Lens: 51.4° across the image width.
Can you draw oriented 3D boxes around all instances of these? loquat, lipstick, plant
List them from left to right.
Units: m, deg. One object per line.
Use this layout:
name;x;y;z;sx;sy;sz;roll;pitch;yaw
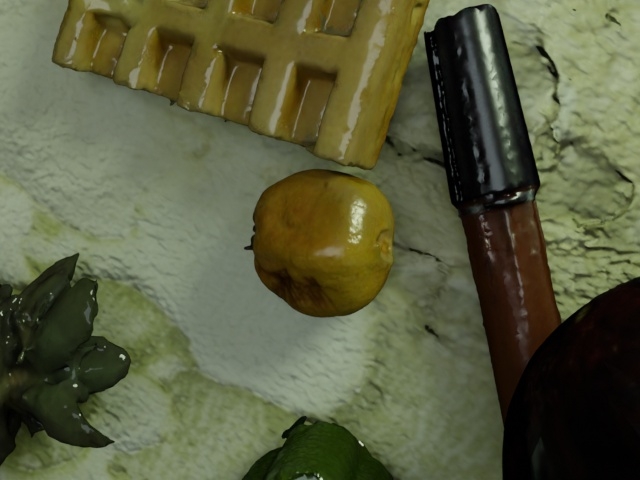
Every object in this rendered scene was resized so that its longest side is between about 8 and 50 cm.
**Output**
plant;-0.340;0.132;0.611;0.312;0.213;0.215;-12;89;-25
loquat;0.000;0.000;0.584;0.137;0.113;0.137;3;99;24
lipstick;0.160;0.013;0.569;0.077;0.077;0.419;-12;90;11

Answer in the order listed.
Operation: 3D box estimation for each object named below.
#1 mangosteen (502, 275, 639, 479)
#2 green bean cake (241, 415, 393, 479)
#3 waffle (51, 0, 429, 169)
mangosteen;0.261;0.144;0.415;0.311;0.311;0.311;0;91;11
green bean cake;-0.012;0.320;0.566;0.250;0.156;0.247;-44;84;8
waffle;-0.064;-0.253;0.593;0.348;0.077;0.304;19;97;18
